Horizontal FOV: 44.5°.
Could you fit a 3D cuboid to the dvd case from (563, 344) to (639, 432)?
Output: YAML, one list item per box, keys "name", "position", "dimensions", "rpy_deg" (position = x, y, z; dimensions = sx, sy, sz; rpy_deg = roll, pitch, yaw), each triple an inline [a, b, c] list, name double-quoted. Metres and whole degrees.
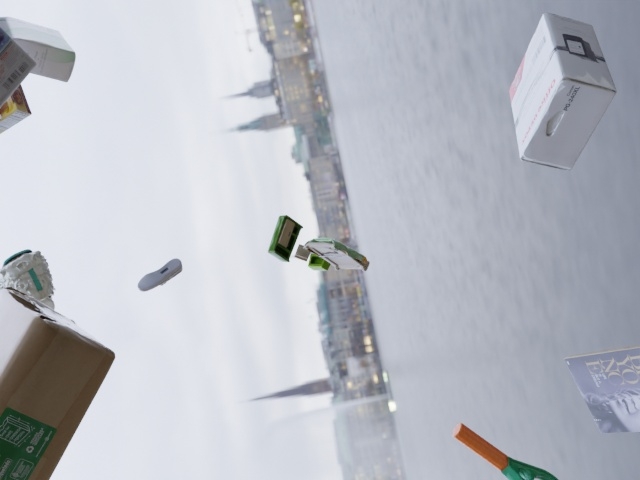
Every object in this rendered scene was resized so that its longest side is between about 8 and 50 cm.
- name: "dvd case"
  position: [0.567, 0.277, 1.444]
  dimensions: [0.221, 0.018, 0.165]
  rpy_deg: [-28, 88, 59]

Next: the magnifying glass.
- name: "magnifying glass"
  position: [0.300, 0.357, 1.198]
  dimensions: [0.231, 0.026, 0.092]
  rpy_deg: [38, -154, -3]

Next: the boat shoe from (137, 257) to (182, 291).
- name: "boat shoe"
  position: [-0.317, 0.075, 1.556]
  dimensions: [0.035, 0.100, 0.035]
  rpy_deg: [38, 153, 30]

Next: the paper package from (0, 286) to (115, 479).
- name: "paper package"
  position: [-0.533, 0.273, 1.350]
  dimensions: [0.168, 0.325, 0.309]
  rpy_deg: [35, 167, -29]

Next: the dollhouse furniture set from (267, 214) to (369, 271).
- name: "dollhouse furniture set"
  position: [0.000, 0.000, 1.053]
  dimensions: [0.076, 0.151, 0.059]
  rpy_deg: [35, -114, -39]

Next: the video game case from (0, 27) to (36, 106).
- name: "video game case"
  position: [-0.475, -0.225, 1.035]
  dimensions: [0.157, 0.019, 0.143]
  rpy_deg: [-56, -40, -15]

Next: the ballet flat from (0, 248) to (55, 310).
- name: "ballet flat"
  position: [-0.676, 0.145, 1.810]
  dimensions: [0.409, 0.147, 0.147]
  rpy_deg: [135, 127, -64]

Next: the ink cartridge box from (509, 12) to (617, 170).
- name: "ink cartridge box"
  position: [0.264, -0.166, 0.872]
  dimensions: [0.150, 0.063, 0.109]
  rpy_deg: [-83, 8, -48]

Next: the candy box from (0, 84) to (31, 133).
- name: "candy box"
  position: [-0.769, -0.301, 1.815]
  dimensions: [0.109, 0.186, 0.053]
  rpy_deg: [67, -163, 11]

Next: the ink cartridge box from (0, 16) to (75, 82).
- name: "ink cartridge box"
  position: [-0.498, -0.309, 1.181]
  dimensions: [0.181, 0.224, 0.056]
  rpy_deg: [45, 117, 54]
